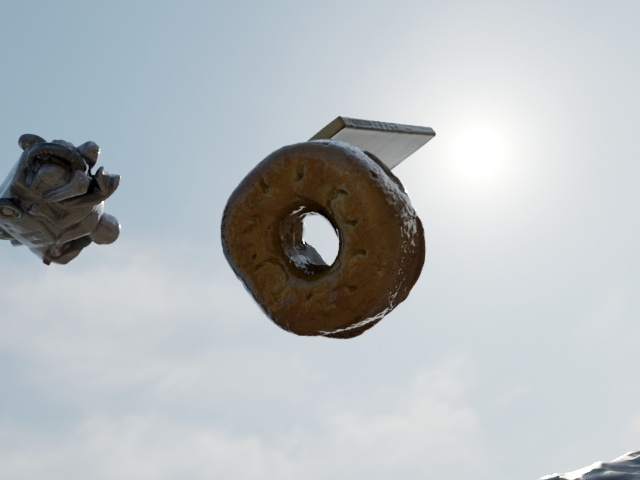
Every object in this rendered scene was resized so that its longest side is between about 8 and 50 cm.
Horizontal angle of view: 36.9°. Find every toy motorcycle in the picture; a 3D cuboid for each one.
[{"bbox_3d":[-0.335,-0.042,1.235,0.171,0.110,0.260,26,-36,-27],"label":"toy motorcycle"}]

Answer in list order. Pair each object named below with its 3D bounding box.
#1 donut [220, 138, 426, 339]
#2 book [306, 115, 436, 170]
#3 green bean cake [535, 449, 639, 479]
[{"bbox_3d":[0.001,-0.002,1.046,0.226,0.226,0.114,-46,-16,20],"label":"donut"},{"bbox_3d":[0.027,-0.106,1.417,0.217,0.021,0.310,-37,-15,26],"label":"book"},{"bbox_3d":[0.174,0.169,0.424,0.199,0.233,0.097,-8,-82,-9],"label":"green bean cake"}]
